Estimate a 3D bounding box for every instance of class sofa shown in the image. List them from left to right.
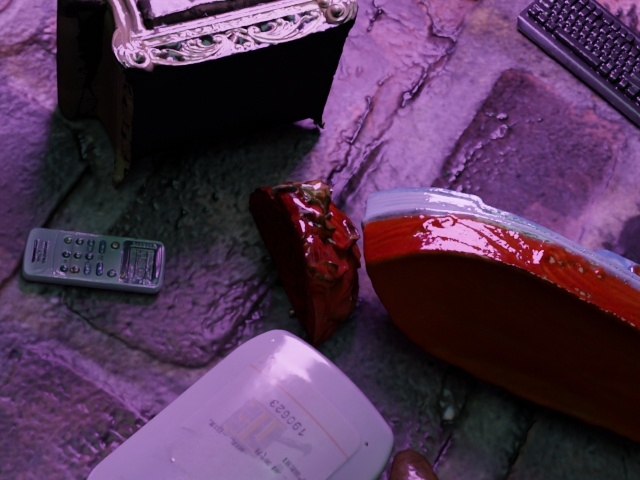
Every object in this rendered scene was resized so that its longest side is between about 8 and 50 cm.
[{"bbox_3d":[-0.111,-0.192,1.235,0.258,0.200,0.182,-17,67,-18],"label":"sofa"}]

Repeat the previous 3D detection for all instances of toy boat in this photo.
[{"bbox_3d":[0.185,0.046,1.196,0.331,0.145,0.133,25,36,1],"label":"toy boat"}]

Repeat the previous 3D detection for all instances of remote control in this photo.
[{"bbox_3d":[-0.199,0.018,1.199,0.124,0.018,0.053,7,60,-7],"label":"remote control"}]

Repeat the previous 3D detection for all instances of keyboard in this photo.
[{"bbox_3d":[0.315,-0.184,1.414,0.230,0.025,0.093,42,64,13],"label":"keyboard"}]

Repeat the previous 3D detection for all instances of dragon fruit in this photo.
[{"bbox_3d":[0.000,0.000,1.197,0.083,0.106,0.162,-13,61,-14],"label":"dragon fruit"}]

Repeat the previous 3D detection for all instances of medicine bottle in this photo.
[{"bbox_3d":[-0.089,0.212,1.058,0.161,0.111,0.296,41,59,15],"label":"medicine bottle"}]

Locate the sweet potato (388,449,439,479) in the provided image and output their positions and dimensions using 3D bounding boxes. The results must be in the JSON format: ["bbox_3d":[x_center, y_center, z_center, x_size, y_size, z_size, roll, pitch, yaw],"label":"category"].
[{"bbox_3d":[0.119,0.286,1.082,0.075,0.075,0.273,-22,62,-22],"label":"sweet potato"}]
